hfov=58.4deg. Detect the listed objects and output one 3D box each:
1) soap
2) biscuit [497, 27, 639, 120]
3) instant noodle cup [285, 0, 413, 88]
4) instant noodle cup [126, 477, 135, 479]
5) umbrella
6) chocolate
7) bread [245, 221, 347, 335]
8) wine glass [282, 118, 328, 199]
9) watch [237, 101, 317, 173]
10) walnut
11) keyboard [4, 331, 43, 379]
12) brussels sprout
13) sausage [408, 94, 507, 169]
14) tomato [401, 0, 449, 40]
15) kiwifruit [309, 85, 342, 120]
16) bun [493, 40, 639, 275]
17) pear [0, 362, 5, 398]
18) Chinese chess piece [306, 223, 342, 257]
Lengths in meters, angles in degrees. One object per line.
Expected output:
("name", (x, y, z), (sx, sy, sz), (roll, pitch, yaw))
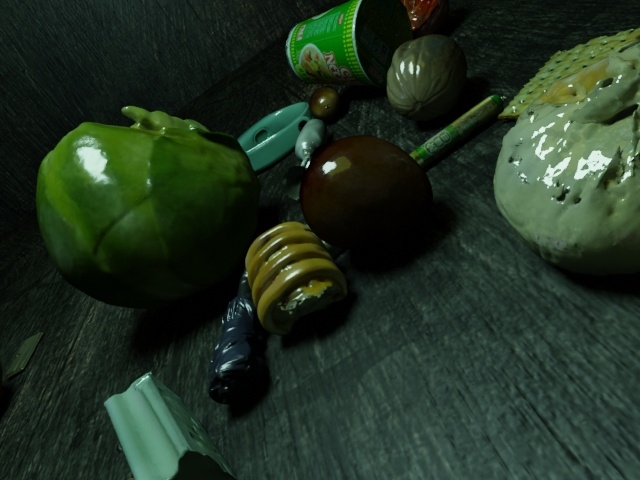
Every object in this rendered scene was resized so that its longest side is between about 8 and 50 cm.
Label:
("soap", (-0.146, 0.215, 0.582), (0.063, 0.115, 0.198), (-43, 28, -16))
("biscuit", (0.359, -0.237, 0.824), (0.203, 0.016, 0.144), (-46, 28, -17))
("instant noodle cup", (0.056, -0.432, 1.271), (0.232, 0.207, 0.207), (7, 49, 45))
("instant noodle cup", (-0.267, 0.333, 0.559), (0.274, 0.091, 0.274), (-29, 27, 16))
("umbrella", (-0.100, 0.117, 0.760), (0.071, 0.071, 0.248), (-29, 23, 14))
("chocolate", (0.061, -0.055, 0.747), (0.176, 0.177, 0.177), (-28, 27, 16))
("bread", (-0.041, 0.044, 0.751), (0.119, 0.084, 0.177), (-39, 37, 6))
("wine glass", (-0.022, -0.172, 1.132), (0.074, 0.074, 0.262), (-25, 27, 22))
("watch", (-0.115, -0.241, 1.364), (0.237, 0.068, 0.195), (-41, 28, -19))
("walnut", (0.181, -0.277, 0.980), (0.140, 0.140, 0.162), (-10, 27, 43))
("keyboard", (-0.643, 0.250, 1.247), (0.049, 0.015, 0.129), (-27, 27, 7))
("brussels sprout", (-0.269, -0.041, 0.966), (0.371, 0.315, 0.276), (-14, -27, -47))
("sausage", (0.172, -0.140, 0.871), (0.269, 0.033, 0.033), (-36, 26, 1))
("tomato", (0.211, -0.510, 1.372), (0.228, 0.101, 0.228), (-27, 41, 26))
("kiwifruit", (0.012, -0.315, 1.315), (0.075, 0.075, 0.124), (-32, 20, 8))
("bun", (0.293, -0.104, 0.538), (0.287, 0.146, 0.287), (-26, 27, 14))
("pear", (-0.765, 0.302, 1.036), (0.375, 0.287, 0.287), (-49, 25, 7))
("Chinese chess piece", (0.000, 0.000, 0.849), (0.084, 0.034, 0.084), (-28, 28, 16))
